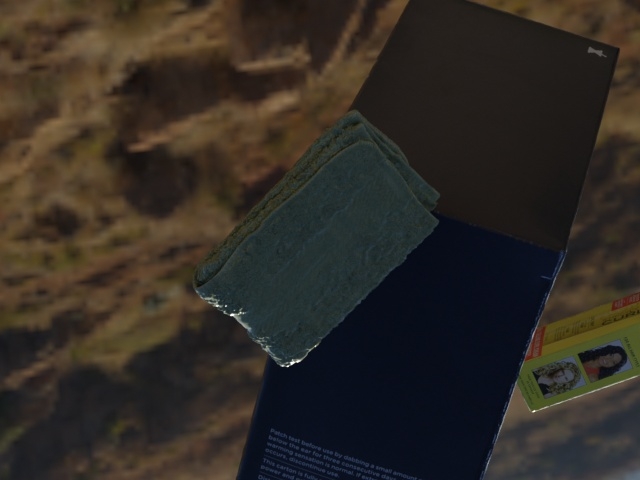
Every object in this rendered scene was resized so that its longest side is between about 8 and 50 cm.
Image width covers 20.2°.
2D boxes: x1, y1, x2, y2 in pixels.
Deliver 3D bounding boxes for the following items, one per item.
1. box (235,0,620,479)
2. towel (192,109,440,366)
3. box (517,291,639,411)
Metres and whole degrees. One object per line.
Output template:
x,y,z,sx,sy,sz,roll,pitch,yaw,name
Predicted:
0.085,0.023,1.384,0.179,0.313,0.343,19,-148,5,box
0.000,0.000,1.089,0.148,0.027,0.110,-47,129,-2,towel
0.307,0.095,1.782,0.232,0.058,0.087,-21,-164,19,box
